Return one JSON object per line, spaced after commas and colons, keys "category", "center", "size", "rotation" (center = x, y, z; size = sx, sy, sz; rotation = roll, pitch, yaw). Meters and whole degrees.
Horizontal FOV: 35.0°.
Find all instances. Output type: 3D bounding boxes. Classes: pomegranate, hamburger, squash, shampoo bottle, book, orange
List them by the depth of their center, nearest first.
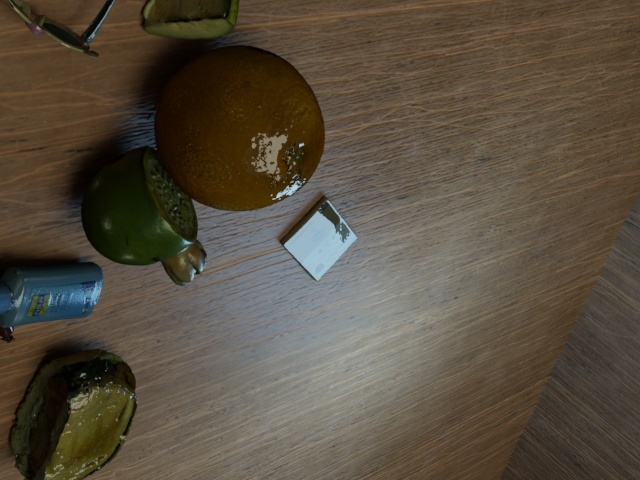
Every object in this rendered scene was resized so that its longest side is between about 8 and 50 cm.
{"category": "squash", "center": [-0.174, -0.439, 1.540], "size": [0.093, 0.169, 0.252], "rotation": [13, 79, -57]}
{"category": "orange", "center": [-0.129, -0.177, 1.625], "size": [0.274, 0.274, 0.274], "rotation": [-31, 143, -27]}
{"category": "shampoo bottle", "center": [-0.466, 0.089, 1.653], "size": [0.258, 0.061, 0.103], "rotation": [-3, 119, -60]}
{"category": "pomegranate", "center": [-0.293, -0.035, 1.670], "size": [0.159, 0.190, 0.241], "rotation": [-26, 152, 14]}
{"category": "hamburger", "center": [-0.440, 0.325, 1.897], "size": [0.211, 0.132, 0.308], "rotation": [-6, 128, -48]}
{"category": "book", "center": [0.000, 0.000, 2.194], "size": [0.138, 0.016, 0.198], "rotation": [-47, 147, -4]}

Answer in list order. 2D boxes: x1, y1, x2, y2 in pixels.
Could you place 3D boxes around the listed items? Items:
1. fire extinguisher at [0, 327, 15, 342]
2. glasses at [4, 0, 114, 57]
{"category": "fire extinguisher", "center": [-0.536, 0.116, 1.663], "size": [0.049, 0.035, 0.173], "rotation": [-33, 141, -30]}
{"category": "glasses", "center": [-0.349, -0.381, 1.377], "size": [0.190, 0.088, 0.220], "rotation": [31, 79, -56]}
